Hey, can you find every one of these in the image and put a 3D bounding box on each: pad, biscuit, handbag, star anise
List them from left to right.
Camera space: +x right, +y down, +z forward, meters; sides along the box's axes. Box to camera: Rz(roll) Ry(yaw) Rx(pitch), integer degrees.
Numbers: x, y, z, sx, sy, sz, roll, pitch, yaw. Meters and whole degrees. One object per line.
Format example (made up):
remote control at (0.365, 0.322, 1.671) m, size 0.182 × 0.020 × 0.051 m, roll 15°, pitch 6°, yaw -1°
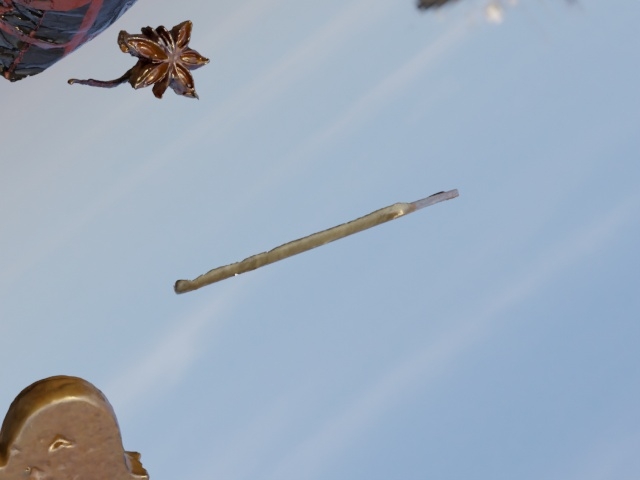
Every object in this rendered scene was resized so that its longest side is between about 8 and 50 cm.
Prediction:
biscuit at (-0.360, 0.299, 1.791) m, size 0.394 × 0.368 × 0.076 m, roll -11°, pitch -144°, yaw -14°
handbag at (-0.210, -0.239, 1.467) m, size 0.169 × 0.155 × 0.215 m, roll -48°, pitch 180°, yaw -34°
star anise at (-0.219, -0.212, 2.247) m, size 0.191 × 0.097 × 0.070 m, roll -12°, pitch -168°, yaw -40°
pad at (0.000, 0.000, 2.054) m, size 0.284 × 0.018 × 0.286 m, roll -20°, pitch 179°, yaw 16°
